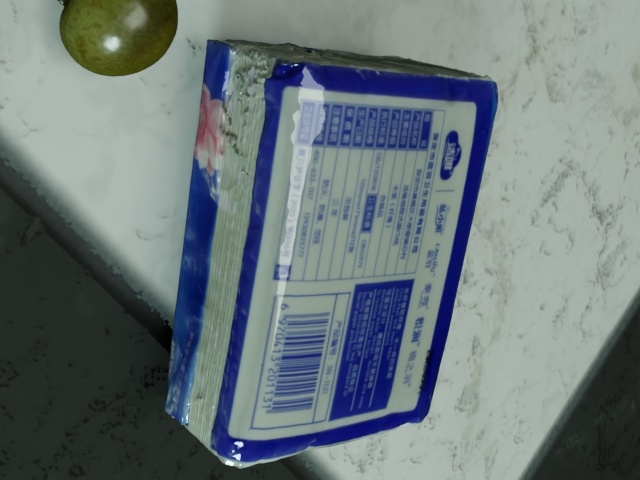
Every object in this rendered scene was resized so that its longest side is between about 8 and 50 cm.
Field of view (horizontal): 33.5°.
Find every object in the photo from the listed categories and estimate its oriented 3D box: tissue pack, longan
[{"bbox_3d":[0.000,0.000,0.746,0.209,0.137,0.269,-6,111,-43],"label":"tissue pack"},{"bbox_3d":[-0.125,-0.135,0.627,0.083,0.075,0.075,18,91,-5],"label":"longan"}]
